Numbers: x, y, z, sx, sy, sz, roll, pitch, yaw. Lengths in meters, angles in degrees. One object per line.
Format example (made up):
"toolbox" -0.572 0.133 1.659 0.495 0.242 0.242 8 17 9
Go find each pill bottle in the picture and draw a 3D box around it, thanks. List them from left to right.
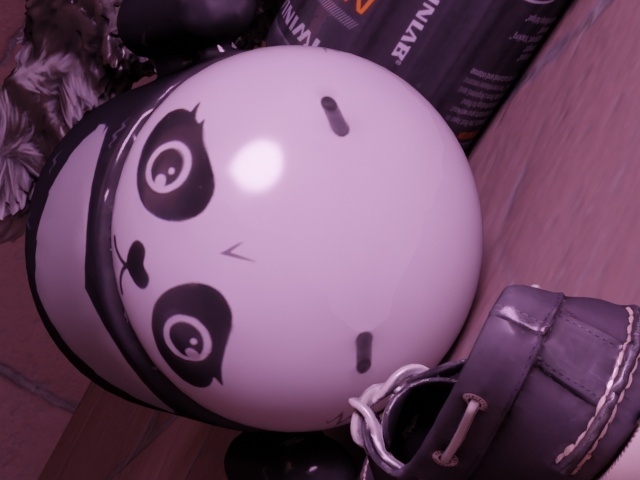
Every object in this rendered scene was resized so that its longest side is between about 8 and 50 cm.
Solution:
"pill bottle" 0.055 -0.128 0.869 0.246 0.130 0.130 -57 8 22

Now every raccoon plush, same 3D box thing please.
"raccoon plush" -0.060 -0.196 1.088 0.446 0.216 0.299 -40 -18 30

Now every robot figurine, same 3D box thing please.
"robot figurine" -0.042 0.002 0.756 0.173 0.209 0.278 -55 18 -15

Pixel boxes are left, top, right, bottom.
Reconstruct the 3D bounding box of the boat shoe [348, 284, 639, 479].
"boat shoe" 0.045 0.052 0.512 0.075 0.065 0.206 -63 8 -19

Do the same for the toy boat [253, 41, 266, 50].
"toy boat" 0.049 -0.238 1.359 0.267 0.148 0.318 127 164 -68
